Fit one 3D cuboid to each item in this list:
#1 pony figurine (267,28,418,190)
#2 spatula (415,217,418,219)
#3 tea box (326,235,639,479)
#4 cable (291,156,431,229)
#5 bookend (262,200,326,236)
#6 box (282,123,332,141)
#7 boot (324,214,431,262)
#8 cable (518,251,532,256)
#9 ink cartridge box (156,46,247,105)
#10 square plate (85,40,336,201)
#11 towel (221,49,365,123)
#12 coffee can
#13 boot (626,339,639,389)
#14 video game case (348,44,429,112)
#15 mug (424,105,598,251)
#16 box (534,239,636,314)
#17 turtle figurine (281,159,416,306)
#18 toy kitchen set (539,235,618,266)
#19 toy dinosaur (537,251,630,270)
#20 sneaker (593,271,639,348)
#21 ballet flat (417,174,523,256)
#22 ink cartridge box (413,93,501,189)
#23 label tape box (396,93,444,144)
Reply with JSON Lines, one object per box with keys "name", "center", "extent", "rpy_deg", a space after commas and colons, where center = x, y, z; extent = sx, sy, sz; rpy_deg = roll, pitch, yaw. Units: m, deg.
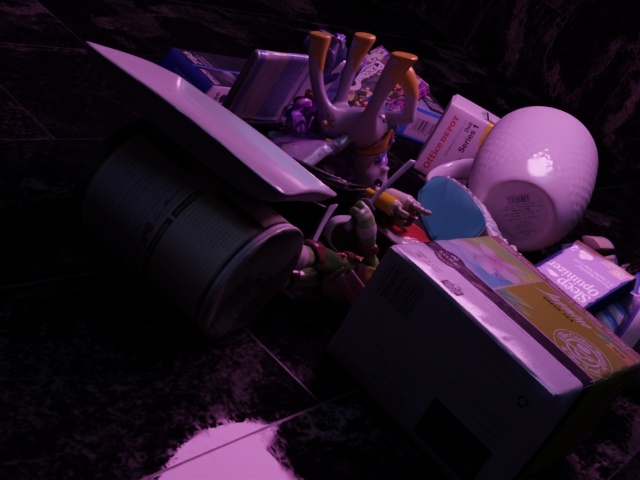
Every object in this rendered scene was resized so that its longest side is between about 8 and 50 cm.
{"name": "pony figurine", "center": [0.033, -0.238, 1.883], "extent": [0.351, 0.363, 0.303], "rpy_deg": [19, 28, 20]}
{"name": "spatula", "center": [0.174, -0.012, 1.929], "extent": [0.168, 0.019, 0.242], "rpy_deg": [19, 27, -24]}
{"name": "tea box", "center": [0.255, 0.177, 1.419], "extent": [0.329, 0.220, 0.324], "rpy_deg": [44, 28, 28]}
{"name": "cable", "center": [0.080, -0.100, 1.744], "extent": [0.287, 0.072, 0.139], "rpy_deg": [33, 16, 26]}
{"name": "bookend", "center": [-0.076, -0.099, 1.758], "extent": [0.157, 0.072, 0.156], "rpy_deg": [24, 25, -14]}
{"name": "box", "center": [-0.008, -0.274, 2.201], "extent": [0.109, 0.042, 0.178], "rpy_deg": [34, 26, 7]}
{"name": "boot", "center": [0.109, -0.016, 1.787], "extent": [0.244, 0.088, 0.176], "rpy_deg": [17, 24, -20]}
{"name": "cable", "center": [0.438, -0.017, 2.190], "extent": [0.151, 0.047, 0.184], "rpy_deg": [29, 25, -1]}
{"name": "ink cartridge box", "center": [-0.232, -0.363, 2.102], "extent": [0.165, 0.065, 0.333], "rpy_deg": [44, 29, 27]}
{"name": "square plate", "center": [-0.152, -0.155, 1.364], "extent": [0.344, 0.049, 0.347], "rpy_deg": [37, 9, 9]}
{"name": "towel", "center": [-0.064, -0.329, 1.998], "extent": [0.285, 0.209, 0.034], "rpy_deg": [-3, 57, -35]}
{"name": "coffee can", "center": [-0.191, -0.019, 1.328], "extent": [0.275, 0.201, 0.202], "rpy_deg": [39, 26, 19]}
{"name": "boot", "center": [0.561, 0.153, 1.802], "extent": [0.229, 0.262, 0.091], "rpy_deg": [25, -14, -22]}
{"name": "video game case", "center": [0.127, -0.387, 2.385], "extent": [0.232, 0.041, 0.210], "rpy_deg": [-33, 55, -12]}
{"name": "mug", "center": [0.422, -0.125, 2.085], "extent": [0.374, 0.276, 0.328], "rpy_deg": [4, 27, 19]}
{"name": "box", "center": [0.429, 0.087, 1.629], "extent": [0.225, 0.036, 0.136], "rpy_deg": [-27, 46, -26]}
{"name": "turtle figurine", "center": [0.000, 0.000, 1.517], "extent": [0.266, 0.274, 0.198], "rpy_deg": [-1, 4, -42]}
{"name": "toy kitchen set", "center": [0.627, 0.103, 2.154], "extent": [0.122, 0.166, 0.207], "rpy_deg": [3, 72, -44]}
{"name": "toy dinosaur", "center": [0.523, 0.115, 1.971], "extent": [0.219, 0.164, 0.322], "rpy_deg": [18, 41, 10]}
{"name": "sneaker", "center": [0.450, 0.128, 1.673], "extent": [0.236, 0.130, 0.322], "rpy_deg": [37, 70, 6]}
{"name": "ballet flat", "center": [0.326, 0.039, 1.892], "extent": [0.147, 0.147, 0.409], "rpy_deg": [7, 38, -40]}
{"name": "ink cartridge box", "center": [0.403, -0.209, 2.329], "extent": [0.278, 0.201, 0.117], "rpy_deg": [30, 24, 2]}
{"name": "label tape box", "center": [0.192, -0.413, 2.603], "extent": [0.241, 0.105, 0.333], "rpy_deg": [16, 28, -29]}
